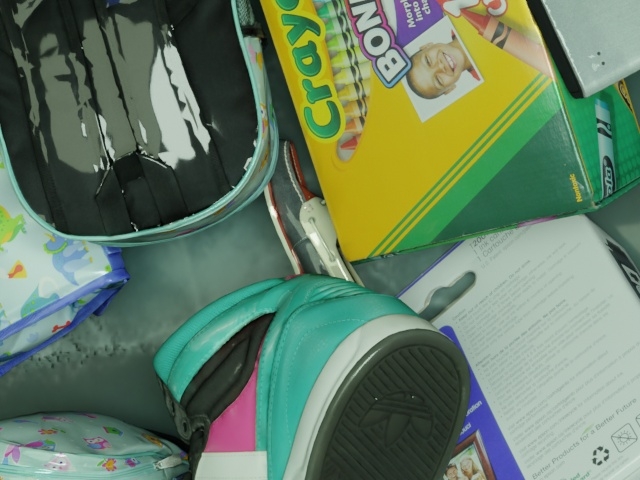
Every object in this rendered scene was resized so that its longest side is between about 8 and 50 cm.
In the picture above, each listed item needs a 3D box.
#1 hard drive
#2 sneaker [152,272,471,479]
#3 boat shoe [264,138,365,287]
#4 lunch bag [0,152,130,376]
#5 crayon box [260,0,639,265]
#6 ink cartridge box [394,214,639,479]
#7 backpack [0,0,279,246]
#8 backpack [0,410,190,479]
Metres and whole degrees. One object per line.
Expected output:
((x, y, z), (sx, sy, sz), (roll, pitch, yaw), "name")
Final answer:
((0.167, -0.143, 0.868), (0.135, 0.022, 0.094), (-28, 98, -11), "hard drive")
((-0.042, 0.140, 0.963), (0.295, 0.124, 0.178), (-63, 33, 12), "sneaker")
((0.000, 0.000, 1.033), (0.043, 0.049, 0.137), (-21, 82, 14), "boat shoe")
((-0.200, 0.004, 1.085), (0.151, 0.096, 0.128), (-33, 78, 28), "lunch bag")
((0.056, -0.140, 0.944), (0.165, 0.081, 0.278), (-14, 98, 37), "crayon box")
((0.103, 0.091, 0.970), (0.206, 0.045, 0.208), (-42, 42, 17), "ink cartridge box")
((-0.108, -0.088, 0.989), (0.166, 0.144, 0.188), (-16, 80, 0), "backpack")
((-0.151, 0.160, 1.019), (0.152, 0.182, 0.115), (-1, 89, 22), "backpack")
